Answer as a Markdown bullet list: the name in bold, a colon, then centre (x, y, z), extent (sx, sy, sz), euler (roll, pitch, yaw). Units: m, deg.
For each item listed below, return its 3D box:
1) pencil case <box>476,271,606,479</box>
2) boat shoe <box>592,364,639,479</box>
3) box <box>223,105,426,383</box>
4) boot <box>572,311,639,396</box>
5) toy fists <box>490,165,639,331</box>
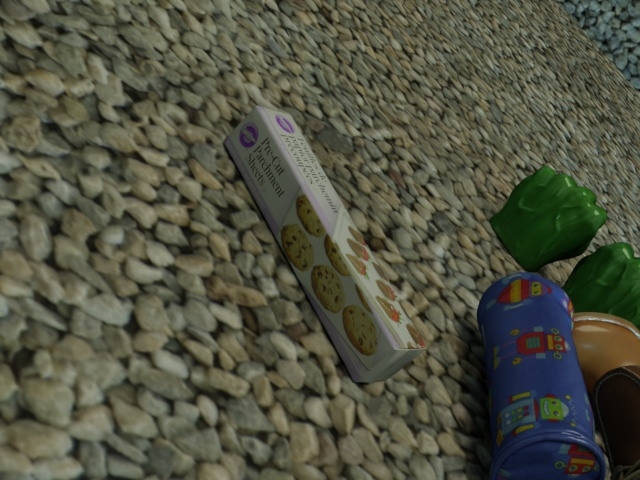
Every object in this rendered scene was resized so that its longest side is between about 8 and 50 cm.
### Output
- **pencil case**: centre (0.242, 0.166, 1.251), extent (0.119, 0.133, 0.306), euler (1, 33, 4)
- **boat shoe**: centre (0.358, 0.260, 1.123), extent (0.116, 0.123, 0.324), euler (14, 39, -35)
- **box**: centre (0.000, 0.000, 1.179), extent (0.063, 0.067, 0.324), euler (6, 49, -53)
- **boot**: centre (0.402, 0.232, 1.431), extent (0.283, 0.109, 0.220), euler (39, 32, -32)
- **toy fists**: centre (0.379, 0.021, 1.608), extent (0.096, 0.142, 0.279), euler (-6, 59, -57)
